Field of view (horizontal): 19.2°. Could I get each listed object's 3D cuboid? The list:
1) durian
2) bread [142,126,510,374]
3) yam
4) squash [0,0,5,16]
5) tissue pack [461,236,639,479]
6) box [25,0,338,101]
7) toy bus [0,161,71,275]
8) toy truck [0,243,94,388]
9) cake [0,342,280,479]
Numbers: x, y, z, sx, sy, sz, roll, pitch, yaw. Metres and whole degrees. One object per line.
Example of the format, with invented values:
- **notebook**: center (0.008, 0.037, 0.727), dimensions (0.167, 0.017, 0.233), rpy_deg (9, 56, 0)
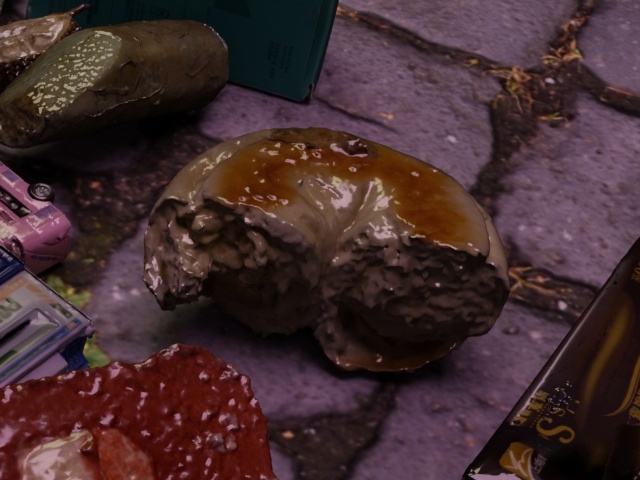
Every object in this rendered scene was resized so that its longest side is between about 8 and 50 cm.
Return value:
- **durian**: center (-0.278, -0.180, 1.844), dimensions (0.140, 0.071, 0.110), rpy_deg (-28, 38, -11)
- **bread**: center (-0.004, -0.003, 1.656), dimensions (0.314, 0.171, 0.192), rpy_deg (6, 39, -12)
- **yam**: center (-0.204, -0.151, 1.780), dimensions (0.106, 0.106, 0.259), rpy_deg (38, 30, 24)
- **squash**: center (-0.343, -0.274, 1.923), dimensions (0.105, 0.105, 0.132), rpy_deg (9, 50, -7)
- **tissue pack**: center (0.255, 0.184, 1.504), dimensions (0.210, 0.198, 0.370), rpy_deg (25, 41, 16)
- **box**: center (-0.129, -0.286, 1.911), dimensions (0.311, 0.205, 0.118), rpy_deg (16, 43, 3)
- **toy bus**: center (-0.314, -0.042, 1.689), dimensions (0.203, 0.063, 0.090), rpy_deg (38, 46, 23)
- **toy truck**: center (-0.314, 0.120, 1.462), dimensions (0.155, 0.124, 0.268), rpy_deg (35, 43, 15)
- **cake**: center (-0.162, 0.193, 1.362), dimensions (0.283, 0.151, 0.177), rpy_deg (-10, 69, -37)
